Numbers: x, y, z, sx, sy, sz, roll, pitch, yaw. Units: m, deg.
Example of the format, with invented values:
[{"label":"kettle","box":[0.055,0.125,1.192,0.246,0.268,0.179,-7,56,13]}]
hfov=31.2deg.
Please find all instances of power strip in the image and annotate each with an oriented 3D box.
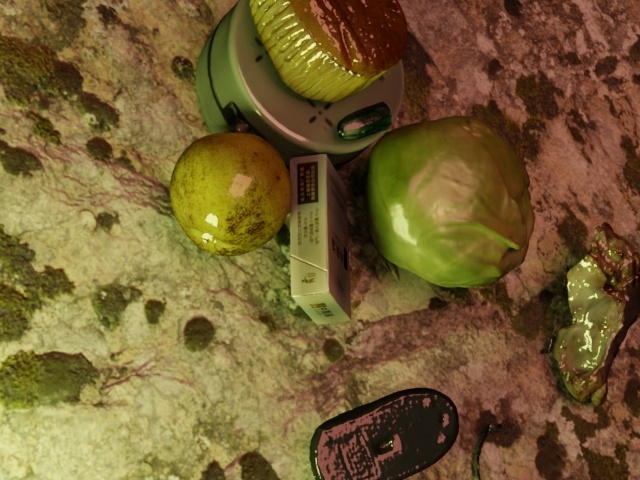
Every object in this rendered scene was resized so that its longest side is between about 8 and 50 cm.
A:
[{"label":"power strip","box":[-0.042,-0.271,1.958,0.358,0.161,0.357,10,67,-26]}]

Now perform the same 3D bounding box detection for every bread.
[{"label":"bread","box":[0.012,-0.356,1.841,0.227,0.142,0.253,-25,83,-41]}]

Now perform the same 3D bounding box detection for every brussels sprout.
[{"label":"brussels sprout","box":[0.215,-0.070,1.976,0.328,0.247,0.327,3,85,-31]}]

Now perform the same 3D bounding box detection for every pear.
[{"label":"pear","box":[-0.140,-0.066,1.794,0.197,0.197,0.197,11,65,-25]}]

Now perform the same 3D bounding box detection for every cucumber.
[{"label":"cucumber","box":[0.068,-0.189,1.865,0.105,0.048,0.048,-23,83,-29]}]

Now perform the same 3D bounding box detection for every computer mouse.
[{"label":"computer mouse","box":[0.095,0.325,1.834,0.270,0.086,0.137,-21,87,-25]}]

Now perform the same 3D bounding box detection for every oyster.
[{"label":"oyster","box":[0.506,0.132,2.108,0.198,0.133,0.336,35,69,-43]}]

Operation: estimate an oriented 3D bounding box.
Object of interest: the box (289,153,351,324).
[{"label":"box","box":[0.000,0.000,1.874,0.067,0.155,0.242,-7,66,15]}]

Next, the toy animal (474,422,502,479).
[{"label":"toy animal","box":[0.290,0.426,1.924,0.079,0.070,0.252,40,34,-52]}]
